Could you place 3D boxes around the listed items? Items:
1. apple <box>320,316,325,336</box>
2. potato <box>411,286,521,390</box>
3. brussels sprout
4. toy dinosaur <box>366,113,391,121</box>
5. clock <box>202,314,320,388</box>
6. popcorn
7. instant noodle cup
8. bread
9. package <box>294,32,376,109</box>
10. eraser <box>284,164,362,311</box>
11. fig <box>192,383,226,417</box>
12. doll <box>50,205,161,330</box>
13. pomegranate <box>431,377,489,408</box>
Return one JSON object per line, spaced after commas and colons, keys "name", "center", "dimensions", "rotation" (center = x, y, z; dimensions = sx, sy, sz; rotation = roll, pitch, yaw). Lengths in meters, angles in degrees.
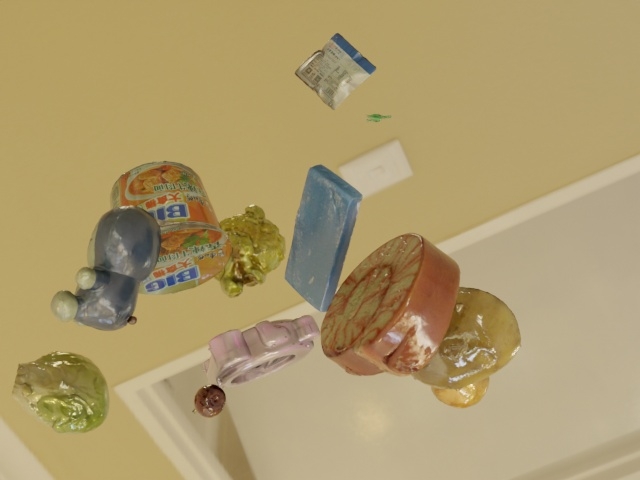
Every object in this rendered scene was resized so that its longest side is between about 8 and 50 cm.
{"name": "apple", "center": [0.093, 0.298, 2.290], "dimensions": [0.181, 0.168, 0.181], "rotation": [38, -142, -38]}
{"name": "potato", "center": [0.272, 0.220, 1.503], "dimensions": [0.116, 0.298, 0.239], "rotation": [-43, -62, -62]}
{"name": "brussels sprout", "center": [-0.814, 0.486, 2.217], "dimensions": [0.316, 0.243, 0.274], "rotation": [27, -173, 1]}
{"name": "toy dinosaur", "center": [0.144, -0.300, 1.710], "dimensions": [0.083, 0.062, 0.021], "rotation": [-77, -14, -75]}
{"name": "clock", "center": [-0.174, 0.324, 2.040], "dimensions": [0.113, 0.322, 0.296], "rotation": [66, 158, 20]}
{"name": "popcorn", "center": [-0.230, 0.033, 2.124], "dimensions": [0.242, 0.250, 0.235], "rotation": [53, 175, 10]}
{"name": "instant noodle cup", "center": [-0.374, -0.035, 1.672], "dimensions": [0.296, 0.296, 0.214], "rotation": [56, -170, -58]}
{"name": "bread", "center": [0.135, 0.130, 1.383], "dimensions": [0.114, 0.295, 0.327], "rotation": [36, 155, -16]}
{"name": "package", "center": [0.041, -0.474, 1.950], "dimensions": [0.171, 0.173, 0.027], "rotation": [47, 178, 19]}
{"name": "eraser", "center": [0.000, 0.000, 1.539], "dimensions": [0.144, 0.042, 0.312], "rotation": [40, 131, 34]}
{"name": "fig", "center": [-0.312, 0.436, 1.883], "dimensions": [0.088, 0.125, 0.089], "rotation": [15, -115, -35]}
{"name": "doll", "center": [-0.413, 0.052, 1.386], "dimensions": [0.228, 0.153, 0.259], "rotation": [96, -174, -76]}
{"name": "pomegranate", "center": [0.467, 0.461, 2.348], "dimensions": [0.207, 0.207, 0.207], "rotation": [-24, -90, -84]}
